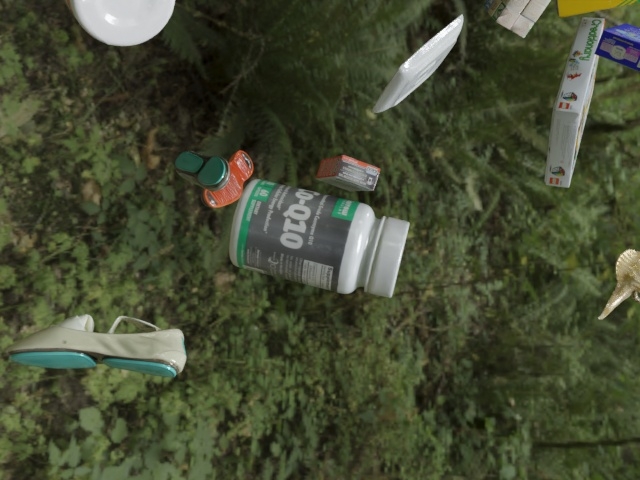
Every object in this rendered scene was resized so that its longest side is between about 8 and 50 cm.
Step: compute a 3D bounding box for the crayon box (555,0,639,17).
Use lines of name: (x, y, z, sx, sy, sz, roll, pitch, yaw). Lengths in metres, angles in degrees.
crayon box: (0.605, -0.652, 1.402, 0.106, 0.313, 0.363, -68, 147, -60)

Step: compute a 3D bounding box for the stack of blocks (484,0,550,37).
stack of blocks: (0.517, -0.630, 1.673, 0.087, 0.297, 0.171, 24, 30, -16)

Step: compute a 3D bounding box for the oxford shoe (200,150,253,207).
oxford shoe: (-0.272, -0.153, 1.987, 0.097, 0.098, 0.271, 58, 29, -16)

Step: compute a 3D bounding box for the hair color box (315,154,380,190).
hair color box: (0.058, -0.148, 1.604, 0.093, 0.167, 0.053, 18, 89, -16)

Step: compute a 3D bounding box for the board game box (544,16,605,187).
board game box: (0.512, -0.281, 1.452, 0.193, 0.053, 0.305, 77, 32, -49)

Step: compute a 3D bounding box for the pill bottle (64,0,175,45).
pill bottle: (-0.489, -0.610, 1.608, 0.392, 0.224, 0.224, 50, 2, 42)

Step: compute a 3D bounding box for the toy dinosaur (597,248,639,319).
toy dinosaur: (0.448, 0.060, 1.031, 0.092, 0.053, 0.183, 43, 76, -17)

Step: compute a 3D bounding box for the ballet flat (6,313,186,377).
ballet flat: (-0.313, 0.145, 1.030, 0.086, 0.248, 0.086, -174, -90, -87)

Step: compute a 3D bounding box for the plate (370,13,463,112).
plate: (0.284, -0.492, 2.074, 0.045, 0.277, 0.278, 46, 69, 4)

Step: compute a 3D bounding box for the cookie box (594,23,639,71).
cookie box: (0.473, -0.285, 1.075, 0.107, 0.092, 0.040, -26, 139, -46)

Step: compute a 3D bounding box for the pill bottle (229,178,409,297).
pill bottle: (0.000, 0.000, 1.581, 0.204, 0.361, 0.204, 13, 90, -83)

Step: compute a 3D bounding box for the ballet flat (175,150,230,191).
ballet flat: (-0.222, -0.135, 1.459, 0.068, 0.213, 0.072, 40, 81, -38)
